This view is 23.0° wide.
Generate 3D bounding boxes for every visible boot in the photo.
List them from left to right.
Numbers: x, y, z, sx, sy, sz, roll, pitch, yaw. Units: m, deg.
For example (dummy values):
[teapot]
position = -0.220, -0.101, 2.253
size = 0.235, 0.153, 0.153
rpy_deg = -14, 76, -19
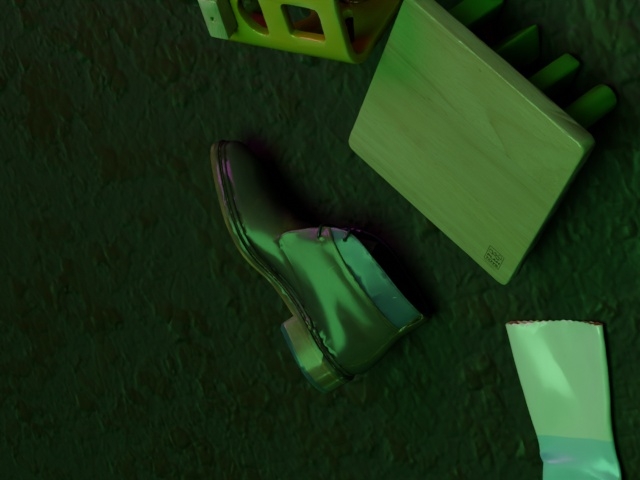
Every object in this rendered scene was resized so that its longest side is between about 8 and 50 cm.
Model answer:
[boot]
position = 0.000, 0.000, 1.240
size = 0.106, 0.082, 0.219
rpy_deg = -29, 85, 20

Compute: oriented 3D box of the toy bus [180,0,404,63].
[toy bus]
position = -0.045, -0.187, 1.101
size = 0.191, 0.104, 0.202
rpy_deg = 38, 149, -10

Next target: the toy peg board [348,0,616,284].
[toy peg board]
position = 0.120, -0.083, 1.105
size = 0.161, 0.079, 0.160
rpy_deg = 44, 145, 16

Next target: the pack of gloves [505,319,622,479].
[pack of gloves]
position = 0.229, 0.174, 1.135
size = 0.195, 0.046, 0.232
rpy_deg = -2, 107, 38

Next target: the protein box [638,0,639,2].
[protein box]
position = 0.309, -0.159, 0.824
size = 0.200, 0.201, 0.136
rpy_deg = -39, 83, 41
